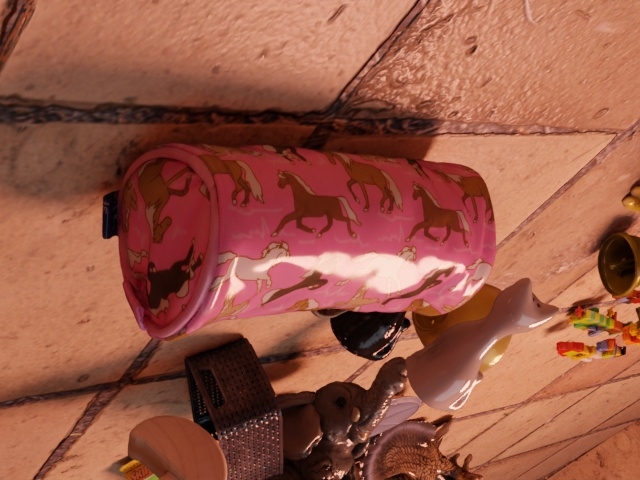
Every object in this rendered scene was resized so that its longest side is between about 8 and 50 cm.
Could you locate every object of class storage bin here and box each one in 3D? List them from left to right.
[{"bbox_3d":[-0.107,0.224,1.298,0.084,0.122,0.180,-19,143,-16],"label":"storage bin"}]

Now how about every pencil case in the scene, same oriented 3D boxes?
[{"bbox_3d":[0.000,0.000,0.933,0.386,0.160,0.167,-2,176,-44],"label":"pencil case"}]

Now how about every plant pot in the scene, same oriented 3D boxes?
[{"bbox_3d":[0.180,0.107,1.393,0.095,0.134,0.134,27,126,-39],"label":"plant pot"}]

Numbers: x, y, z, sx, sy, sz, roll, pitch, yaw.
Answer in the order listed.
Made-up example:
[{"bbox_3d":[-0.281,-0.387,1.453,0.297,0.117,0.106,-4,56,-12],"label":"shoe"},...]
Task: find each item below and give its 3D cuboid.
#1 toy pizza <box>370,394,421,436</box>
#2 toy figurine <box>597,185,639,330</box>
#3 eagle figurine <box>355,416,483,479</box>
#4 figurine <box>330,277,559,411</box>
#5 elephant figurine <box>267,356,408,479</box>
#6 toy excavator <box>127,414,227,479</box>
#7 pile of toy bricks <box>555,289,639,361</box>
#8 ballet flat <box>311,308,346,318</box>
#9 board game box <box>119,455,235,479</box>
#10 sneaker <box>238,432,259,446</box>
[{"bbox_3d":[0.081,0.312,1.815,0.201,0.032,0.201,-18,156,-8],"label":"toy pizza"},{"bbox_3d":[0.557,-0.015,1.434,0.217,0.191,0.362,-24,158,-16],"label":"toy figurine"},{"bbox_3d":[0.171,0.466,2.098,0.298,0.225,0.226,16,97,-16],"label":"eagle figurine"},{"bbox_3d":[0.158,0.089,1.268,0.215,0.092,0.209,36,116,-21],"label":"figurine"},{"bbox_3d":[0.013,0.266,1.414,0.186,0.239,0.169,10,173,3],"label":"elephant figurine"},{"bbox_3d":[-0.365,0.357,1.120,0.445,0.432,0.222,19,147,-3],"label":"toy excavator"},{"bbox_3d":[0.492,0.144,1.822,0.105,0.118,0.212,17,158,-18],"label":"pile of toy bricks"},{"bbox_3d":[0.079,0.030,1.164,0.213,0.072,0.068,-28,-164,9],"label":"ballet flat"},{"bbox_3d":[-0.202,0.369,1.605,0.124,0.039,0.259,-32,145,2],"label":"board game box"},{"bbox_3d":[-0.063,0.276,1.558,0.106,0.101,0.267,-49,155,-3],"label":"sneaker"}]
